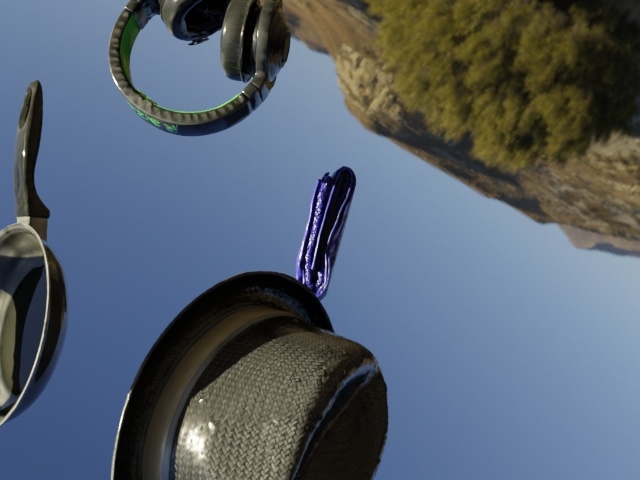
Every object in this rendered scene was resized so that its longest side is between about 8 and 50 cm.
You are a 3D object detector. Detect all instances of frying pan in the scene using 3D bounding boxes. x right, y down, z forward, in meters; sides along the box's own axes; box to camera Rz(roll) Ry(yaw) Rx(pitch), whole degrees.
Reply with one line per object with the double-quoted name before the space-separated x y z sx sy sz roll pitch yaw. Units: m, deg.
"frying pan" -0.308 0.025 0.651 0.053 0.197 0.326 18 -129 -46

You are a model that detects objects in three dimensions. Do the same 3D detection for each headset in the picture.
"headset" -0.140 -0.328 1.011 0.243 0.394 0.185 38 171 9

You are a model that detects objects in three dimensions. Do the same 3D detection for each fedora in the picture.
"fedora" -0.037 0.192 0.658 0.153 0.334 0.334 1 175 38

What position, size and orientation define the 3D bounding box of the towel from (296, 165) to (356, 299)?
"towel" 0.000 0.000 1.207 0.076 0.227 0.308 16 173 2
